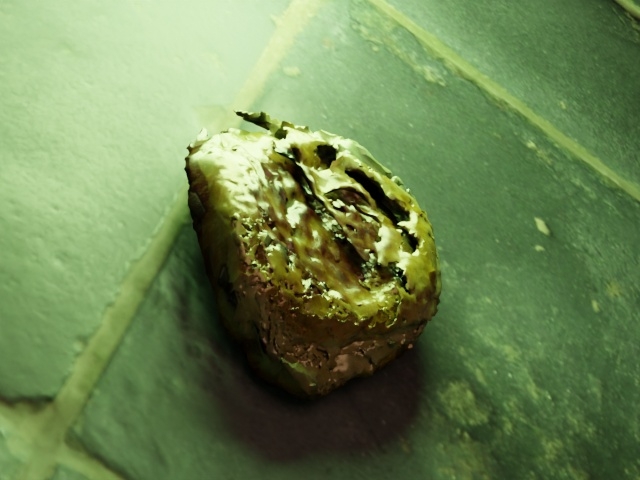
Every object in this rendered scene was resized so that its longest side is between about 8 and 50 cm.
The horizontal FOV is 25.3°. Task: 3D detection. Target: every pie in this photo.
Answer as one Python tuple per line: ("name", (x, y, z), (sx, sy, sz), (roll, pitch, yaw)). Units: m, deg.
("pie", (-0.001, 0.001, 1.299), (0.308, 0.085, 0.308), (23, 42, -23))
